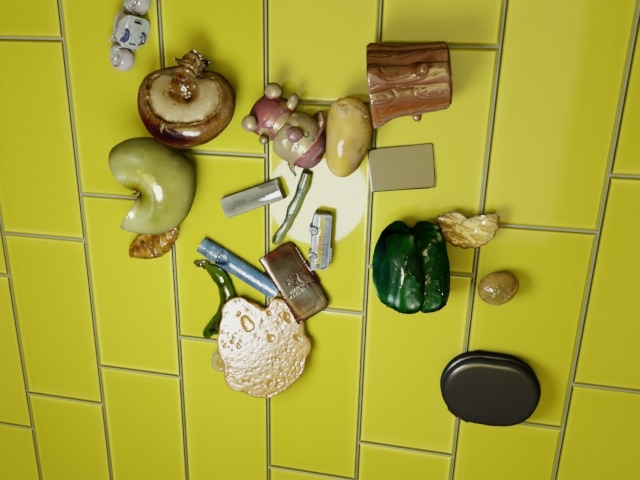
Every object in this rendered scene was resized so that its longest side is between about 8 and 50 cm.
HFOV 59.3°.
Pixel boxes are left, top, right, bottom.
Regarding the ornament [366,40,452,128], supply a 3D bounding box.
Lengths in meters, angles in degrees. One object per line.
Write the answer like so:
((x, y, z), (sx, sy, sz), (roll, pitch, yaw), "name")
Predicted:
((0.237, -0.436, 1.513), (0.217, 0.221, 0.236), (-4, 85, 9), "ornament")

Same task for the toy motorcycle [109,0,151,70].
((-0.579, -0.637, 1.686), (0.112, 0.112, 0.255), (26, 112, 3), "toy motorcycle")

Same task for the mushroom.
((-0.393, -0.407, 1.657), (0.296, 0.163, 0.279), (16, 89, 7), "mushroom")

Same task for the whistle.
((-0.266, 0.093, 1.860), (0.304, 0.062, 0.062), (33, 111, 1), "whistle")

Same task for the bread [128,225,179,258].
((-0.542, 0.001, 1.880), (0.232, 0.076, 0.105), (-28, 88, 25), "bread")

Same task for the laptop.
((0.241, -0.216, 1.681), (0.197, 0.016, 0.135), (-2, 105, 11), "laptop")

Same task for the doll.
((-0.090, -0.324, 1.645), (0.255, 0.152, 0.196), (38, 124, -6), "doll")

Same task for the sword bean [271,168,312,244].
((-0.090, -0.099, 1.774), (0.043, 0.038, 0.270), (32, 111, 14), "sword bean")

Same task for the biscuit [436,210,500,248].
((0.436, -0.035, 1.672), (0.182, 0.061, 0.118), (2, 109, 13), "biscuit")

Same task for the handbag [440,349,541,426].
((0.537, 0.474, 1.793), (0.307, 0.093, 0.254), (6, 110, 10), "handbag")

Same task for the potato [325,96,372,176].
((0.077, -0.293, 1.608), (0.146, 0.150, 0.234), (20, 121, 34), "potato")

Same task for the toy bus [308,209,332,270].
((0.000, 0.000, 1.776), (0.075, 0.064, 0.191), (1, 108, -1), "toy bus")

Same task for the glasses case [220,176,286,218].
((-0.214, -0.133, 1.785), (0.204, 0.047, 0.071), (-17, 102, 17), "glasses case")

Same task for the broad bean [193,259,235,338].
((-0.354, 0.204, 1.923), (0.143, 0.049, 0.292), (0, 105, 18), "broad bean")

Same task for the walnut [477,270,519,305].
((0.534, 0.142, 1.685), (0.124, 0.105, 0.105), (-24, 101, 17), "walnut")

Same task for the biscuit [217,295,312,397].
((-0.189, 0.343, 1.877), (0.311, 0.057, 0.352), (-17, 91, -3), "biscuit")

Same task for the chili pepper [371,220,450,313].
((0.270, 0.077, 1.657), (0.233, 0.248, 0.257), (-2, 107, -11), "chili pepper")

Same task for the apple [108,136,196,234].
((-0.496, -0.168, 1.722), (0.233, 0.258, 0.296), (6, 112, 9), "apple")

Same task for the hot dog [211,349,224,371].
((-0.257, 0.431, 1.957), (0.242, 0.073, 0.084), (13, 113, 5), "hot dog")

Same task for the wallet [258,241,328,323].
((-0.081, 0.133, 1.824), (0.137, 0.031, 0.255), (-32, 97, -2), "wallet")
